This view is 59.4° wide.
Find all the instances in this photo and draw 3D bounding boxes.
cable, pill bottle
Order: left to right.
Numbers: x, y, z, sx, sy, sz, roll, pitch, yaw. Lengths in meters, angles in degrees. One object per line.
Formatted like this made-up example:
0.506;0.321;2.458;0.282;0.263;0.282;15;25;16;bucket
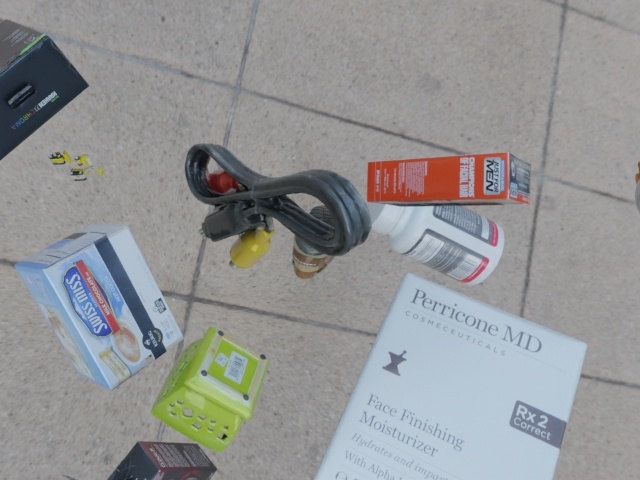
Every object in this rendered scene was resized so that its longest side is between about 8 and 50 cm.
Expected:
-0.048;-0.044;0.523;0.072;0.287;0.140;-20;96;-35;cable
0.277;-0.026;1.393;0.318;0.176;0.176;25;78;-14;pill bottle

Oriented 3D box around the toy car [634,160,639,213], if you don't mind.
0.535;-0.081;0.809;0.219;0.238;0.210;-30;110;-7;toy car

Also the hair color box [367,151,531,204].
0.149;-0.067;0.655;0.093;0.167;0.054;2;88;-56;hair color box

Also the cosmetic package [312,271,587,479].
0.099;0.156;0.462;0.151;0.151;0.184;22;66;12;cosmetic package

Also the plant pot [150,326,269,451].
-0.273;0.380;1.484;0.227;0.207;0.228;34;36;-13;plant pot

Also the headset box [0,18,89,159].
-0.664;-0.321;1.178;0.246;0.283;0.131;-47;139;-15;headset box

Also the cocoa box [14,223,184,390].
-0.558;0.159;1.425;0.228;0.231;0.347;-36;114;-37;cocoa box

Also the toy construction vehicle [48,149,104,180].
-0.578;-0.184;1.335;0.098;0.086;0.035;-3;54;9;toy construction vehicle

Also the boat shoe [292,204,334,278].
0.000;0.000;1.453;0.122;0.324;0.120;24;116;13;boat shoe

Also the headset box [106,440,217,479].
-0.443;0.648;1.467;0.110;0.293;0.218;37;87;31;headset box

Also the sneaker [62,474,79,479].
-0.457;0.539;1.153;0.170;0.089;0.051;61;35;-36;sneaker
